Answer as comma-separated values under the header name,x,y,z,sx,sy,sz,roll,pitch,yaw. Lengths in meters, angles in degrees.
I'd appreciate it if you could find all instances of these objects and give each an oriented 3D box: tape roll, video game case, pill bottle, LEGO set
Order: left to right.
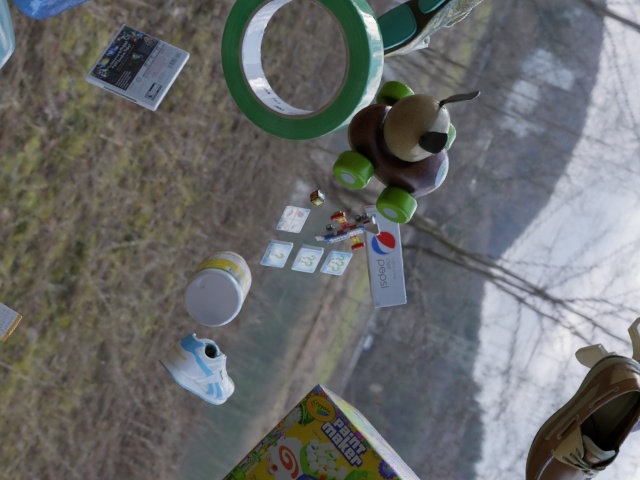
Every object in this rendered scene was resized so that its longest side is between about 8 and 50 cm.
name,x,y,z,sx,sy,sz,roll,pitch,yaw
video game case,-0.421,-0.402,2.101,0.022,0.173,0.190,115,-1,-57
pill bottle,-0.204,0.089,1.848,0.208,0.118,0.117,-77,-170,-75
tape roll,-0.038,-0.358,1.764,0.077,0.321,0.321,-30,147,-61
LEGO set,0.000,0.000,1.800,0.244,0.183,0.060,118,-24,-47

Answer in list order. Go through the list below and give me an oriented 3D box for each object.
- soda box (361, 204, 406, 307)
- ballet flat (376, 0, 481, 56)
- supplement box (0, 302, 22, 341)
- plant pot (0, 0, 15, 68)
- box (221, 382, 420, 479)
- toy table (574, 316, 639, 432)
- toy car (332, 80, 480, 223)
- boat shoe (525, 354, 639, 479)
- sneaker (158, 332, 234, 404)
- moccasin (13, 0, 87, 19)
name,x,y,z,sx,sy,sz,roll,pitch,yaw
soda box,0.137,0.031,1.963,0.069,0.074,0.216,-103,-174,-74
ballet flat,0.242,-0.509,2.089,0.349,0.123,0.123,-33,-166,29
supplement box,-0.489,0.103,1.321,0.062,0.098,0.036,-30,-152,60
plant pot,-0.578,-0.317,1.359,0.290,0.195,0.290,-31,-147,23
box,0.017,0.436,1.414,0.279,0.290,0.177,-45,143,0
toy table,0.723,0.297,2.073,0.252,0.160,0.274,-25,-174,35
toy car,0.131,-0.130,1.156,0.155,0.149,0.188,-59,-162,-22
boat shoe,0.476,0.357,1.634,0.120,0.123,0.323,-79,-166,-71
sneaker,-0.218,0.251,1.767,0.092,0.087,0.228,-46,151,-2
moccasin,-0.306,-0.415,1.252,0.138,0.117,0.342,-40,-178,36
